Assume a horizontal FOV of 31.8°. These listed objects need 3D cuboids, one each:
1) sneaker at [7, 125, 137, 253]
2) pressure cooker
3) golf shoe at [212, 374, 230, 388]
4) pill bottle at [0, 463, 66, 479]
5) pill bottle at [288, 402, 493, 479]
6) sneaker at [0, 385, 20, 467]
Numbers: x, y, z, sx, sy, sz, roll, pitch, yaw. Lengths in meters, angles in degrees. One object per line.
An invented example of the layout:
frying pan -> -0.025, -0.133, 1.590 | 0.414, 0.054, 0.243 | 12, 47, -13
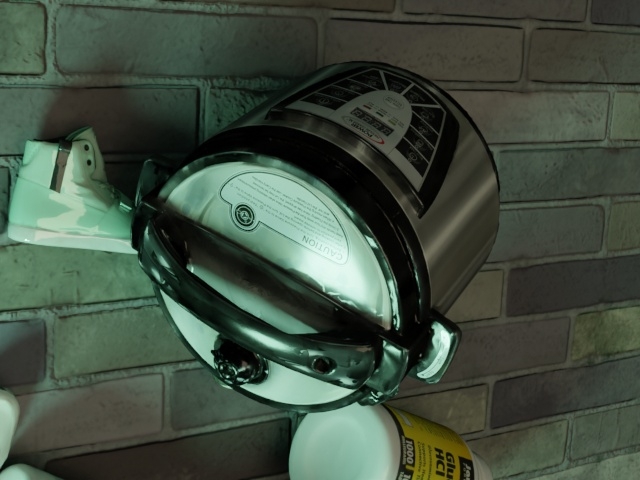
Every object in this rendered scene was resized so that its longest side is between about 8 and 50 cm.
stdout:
sneaker -> -0.261, -0.064, 1.426 | 0.256, 0.094, 0.151 | 5, 96, -36
pressure cooker -> 0.000, 0.005, 1.375 | 0.420, 0.370, 0.375 | -42, 114, -51
golf shoe -> -0.033, 0.195, 1.640 | 0.273, 0.105, 0.120 | -8, 113, -32
pill bottle -> -0.327, 0.388, 1.467 | 0.229, 0.131, 0.131 | 35, 81, -38
pill bottle -> 0.122, 0.357, 1.713 | 0.334, 0.188, 0.188 | 27, 86, -47
sneaker -> -0.451, 0.318, 1.370 | 0.111, 0.129, 0.297 | 33, 81, -33
